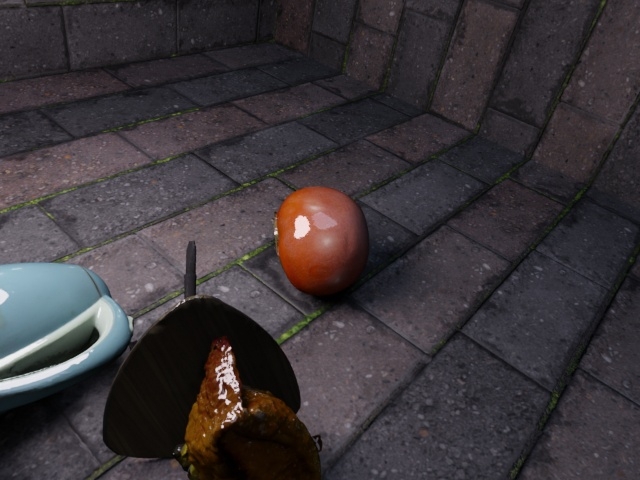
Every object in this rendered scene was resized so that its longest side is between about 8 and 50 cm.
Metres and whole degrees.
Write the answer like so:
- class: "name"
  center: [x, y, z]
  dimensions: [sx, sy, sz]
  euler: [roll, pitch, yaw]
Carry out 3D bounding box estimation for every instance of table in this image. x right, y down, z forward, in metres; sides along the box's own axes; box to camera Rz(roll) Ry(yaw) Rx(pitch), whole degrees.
- class: "table"
  center: [-0.235, 0.193, 0.883]
  dimensions: [0.316, 0.318, 0.249]
  euler: [-2, 26, -18]

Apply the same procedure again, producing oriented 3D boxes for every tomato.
- class: "tomato"
  center: [0.000, 0.000, 1.159]
  dimensions: [0.224, 0.256, 0.256]
  euler: [-8, 39, 0]

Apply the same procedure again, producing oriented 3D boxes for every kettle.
- class: "kettle"
  center: [-0.489, 0.163, 0.811]
  dimensions: [0.319, 0.247, 0.342]
  euler: [23, 30, 33]

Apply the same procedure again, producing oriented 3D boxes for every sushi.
- class: "sushi"
  center: [-0.109, 0.307, 0.727]
  dimensions: [0.167, 0.297, 0.179]
  euler: [-42, 24, -26]
